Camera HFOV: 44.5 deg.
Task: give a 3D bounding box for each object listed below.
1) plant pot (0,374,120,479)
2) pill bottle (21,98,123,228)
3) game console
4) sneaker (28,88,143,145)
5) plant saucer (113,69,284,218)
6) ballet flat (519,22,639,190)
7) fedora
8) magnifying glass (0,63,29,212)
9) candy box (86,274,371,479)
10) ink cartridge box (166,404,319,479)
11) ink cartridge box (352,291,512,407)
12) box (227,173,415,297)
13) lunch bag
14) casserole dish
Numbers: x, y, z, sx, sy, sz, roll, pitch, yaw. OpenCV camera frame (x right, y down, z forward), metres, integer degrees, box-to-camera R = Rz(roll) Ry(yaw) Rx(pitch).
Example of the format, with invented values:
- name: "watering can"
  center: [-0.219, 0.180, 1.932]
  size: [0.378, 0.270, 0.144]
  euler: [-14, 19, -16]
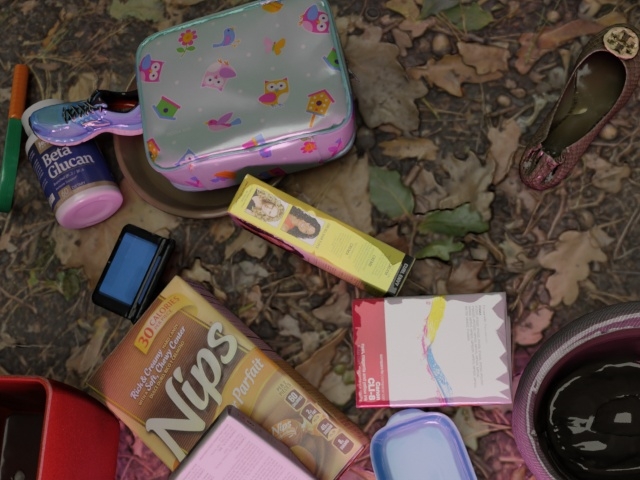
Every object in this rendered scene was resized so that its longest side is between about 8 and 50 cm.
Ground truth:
- name: "plant pot"
  center: [-0.382, 0.297, 0.929]
  size: [0.267, 0.236, 0.267]
  euler: [0, 77, 16]
- name: "pill bottle"
  center: [-0.350, -0.109, 1.087]
  size: [0.094, 0.094, 0.169]
  euler: [-31, 74, 3]
- name: "game console"
  center: [-0.253, 0.043, 1.052]
  size: [0.071, 0.107, 0.122]
  euler: [24, 83, -14]
- name: "sneaker"
  center: [-0.304, -0.175, 1.036]
  size: [0.162, 0.073, 0.063]
  euler: [-13, 68, -18]
- name: "plant saucer"
  center: [-0.153, -0.161, 1.089]
  size: [0.277, 0.041, 0.278]
  euler: [-2, 78, 11]
- name: "ballet flat"
  center: [0.332, -0.173, 0.990]
  size: [0.084, 0.058, 0.250]
  euler: [35, 87, 15]
- name: "fedora"
  center: [0.358, 0.195, 0.873]
  size: [0.275, 0.124, 0.244]
  euler: [-23, 73, 14]
- name: "magnifying glass"
  center: [-0.444, -0.149, 1.128]
  size: [0.026, 0.092, 0.231]
  euler: [10, 66, -23]
- name: "candy box"
  center: [-0.115, 0.214, 0.978]
  size: [0.316, 0.087, 0.183]
  euler: [40, 89, 15]
- name: "ink cartridge box"
  center: [-0.073, 0.331, 0.890]
  size: [0.232, 0.066, 0.189]
  euler: [39, 91, -7]
- name: "ink cartridge box"
  center: [0.135, 0.132, 0.927]
  size: [0.176, 0.128, 0.127]
  euler: [-4, 78, 11]
- name: "box"
  center: [0.000, 0.000, 0.984]
  size: [0.232, 0.087, 0.058]
  euler: [26, 82, 5]
- name: "lunch bag"
  center: [-0.091, -0.194, 1.008]
  size: [0.279, 0.108, 0.224]
  euler: [-13, 71, 6]
- name: "casserole dish"
  center: [0.131, 0.294, 0.938]
  size: [0.114, 0.037, 0.188]
  euler: [-20, 78, 6]
